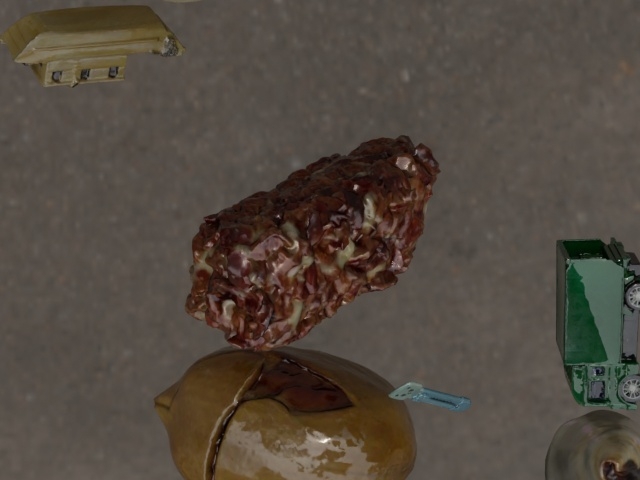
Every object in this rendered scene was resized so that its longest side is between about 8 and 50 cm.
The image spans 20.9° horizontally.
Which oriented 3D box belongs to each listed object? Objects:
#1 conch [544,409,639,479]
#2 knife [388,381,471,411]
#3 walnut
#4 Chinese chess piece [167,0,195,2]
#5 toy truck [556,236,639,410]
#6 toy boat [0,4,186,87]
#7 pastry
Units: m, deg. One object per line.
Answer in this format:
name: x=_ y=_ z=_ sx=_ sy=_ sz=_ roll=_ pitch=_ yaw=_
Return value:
conch: x=0.235 y=0.183 z=1.358 sx=0.094 sy=0.104 sz=0.176 roll=3 pitch=171 yaw=-11
knife: x=0.096 y=0.134 z=1.465 sx=0.027 sy=0.010 sz=0.096 roll=-35 pitch=146 yaw=31
walnut: x=-0.043 y=0.211 z=1.882 sx=0.298 sy=0.203 sz=0.203 roll=7 pitch=143 yaw=16
Chinese chess piece: x=-0.097 y=-0.256 z=0.947 sx=0.104 sy=0.257 sz=0.257 roll=-29 pitch=137 yaw=7
toy truck: x=0.249 y=0.076 z=1.527 sx=0.079 sy=0.065 sz=0.147 roll=-3 pitch=108 yaw=1
toy boat: x=-0.241 y=-0.206 z=1.854 sx=0.200 sy=0.057 sz=0.077 roll=-9 pitch=131 yaw=-27
pastry: x=-0.002 y=-0.001 z=1.167 sx=0.115 sy=0.208 sz=0.097 roll=12 pitch=120 yaw=35
